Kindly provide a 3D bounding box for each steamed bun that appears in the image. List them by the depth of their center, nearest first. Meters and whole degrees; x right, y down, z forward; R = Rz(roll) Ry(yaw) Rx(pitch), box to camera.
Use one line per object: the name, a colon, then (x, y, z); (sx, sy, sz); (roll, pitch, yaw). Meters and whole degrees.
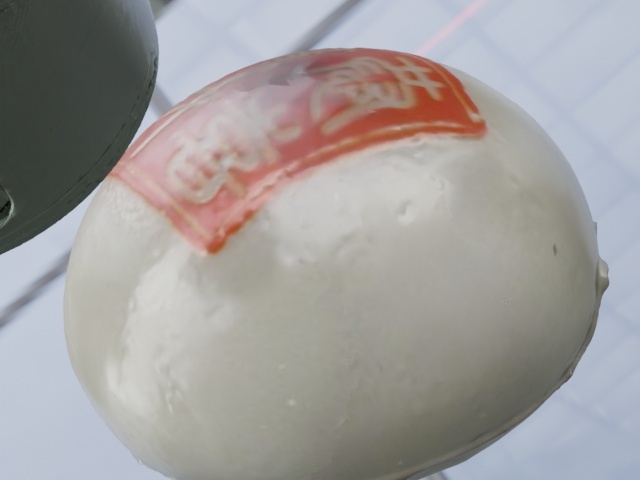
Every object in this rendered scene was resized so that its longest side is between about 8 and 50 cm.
steamed bun: (0.000, 0.000, 1.349); (0.374, 0.374, 0.241); (-27, -60, -21)

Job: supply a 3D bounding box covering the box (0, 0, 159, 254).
box: (-0.212, -0.113, 1.025); (0.226, 0.226, 0.149); (-36, -40, -3)
